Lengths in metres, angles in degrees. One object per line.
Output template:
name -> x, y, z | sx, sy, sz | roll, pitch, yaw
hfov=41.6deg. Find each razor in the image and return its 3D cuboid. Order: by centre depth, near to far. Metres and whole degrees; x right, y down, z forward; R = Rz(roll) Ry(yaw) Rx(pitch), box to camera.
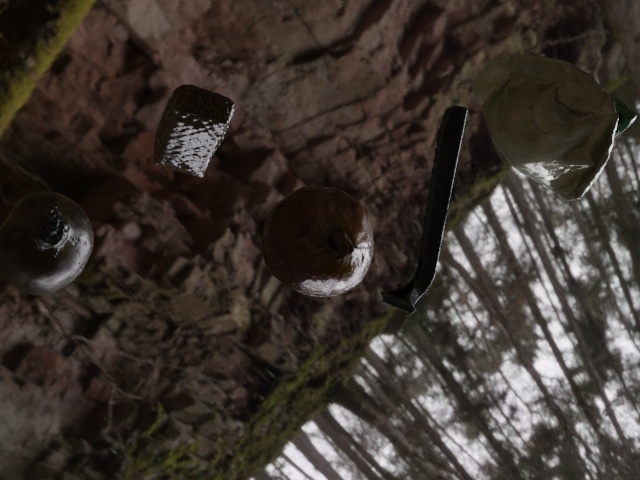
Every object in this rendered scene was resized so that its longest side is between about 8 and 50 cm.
razor -> 0.102, -0.028, 0.760 | 0.066, 0.033, 0.190 | -166, -88, -71

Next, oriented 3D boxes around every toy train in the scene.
toy train -> 0.450, -0.195, 1.432 | 0.104, 0.071, 0.178 | 45, -122, 10

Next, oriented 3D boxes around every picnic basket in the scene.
picnic basket -> -0.215, -0.176, 1.404 | 0.193, 0.110, 0.055 | 127, -26, -53

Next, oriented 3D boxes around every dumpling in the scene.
dumpling -> 0.346, -0.190, 1.280 | 0.131, 0.179, 0.252 | -25, -109, -37

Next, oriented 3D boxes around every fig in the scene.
fig -> -0.003, 0.003, 1.655 | 0.223, 0.224, 0.263 | -25, -151, 11

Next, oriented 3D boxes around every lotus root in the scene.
lotus root -> -0.332, 0.004, 1.015 | 0.120, 0.120, 0.209 | -61, -165, -25
